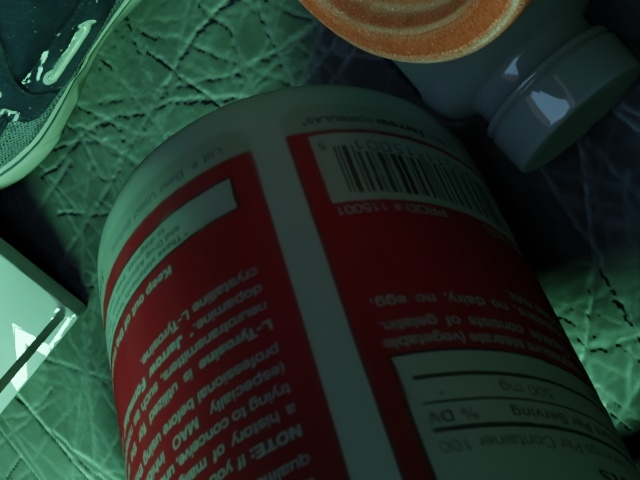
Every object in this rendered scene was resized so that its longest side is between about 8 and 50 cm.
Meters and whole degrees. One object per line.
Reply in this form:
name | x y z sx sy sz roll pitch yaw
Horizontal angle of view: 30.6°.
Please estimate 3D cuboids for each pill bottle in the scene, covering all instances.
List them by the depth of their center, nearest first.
pill bottle | 0.030 0.130 0.540 0.229 0.229 0.408 -49 38 27
pill bottle | 0.080 -0.132 0.637 0.187 0.112 0.112 50 118 13

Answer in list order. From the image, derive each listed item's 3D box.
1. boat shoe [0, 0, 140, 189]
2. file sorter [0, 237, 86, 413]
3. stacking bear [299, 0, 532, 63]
boat shoe | -0.224 -0.149 0.781 0.127 0.158 0.340 50 118 13
file sorter | -0.355 0.057 0.829 0.277 0.173 0.193 40 114 -6
stacking bear | 0.107 -0.222 0.525 0.175 0.289 0.164 50 160 2
